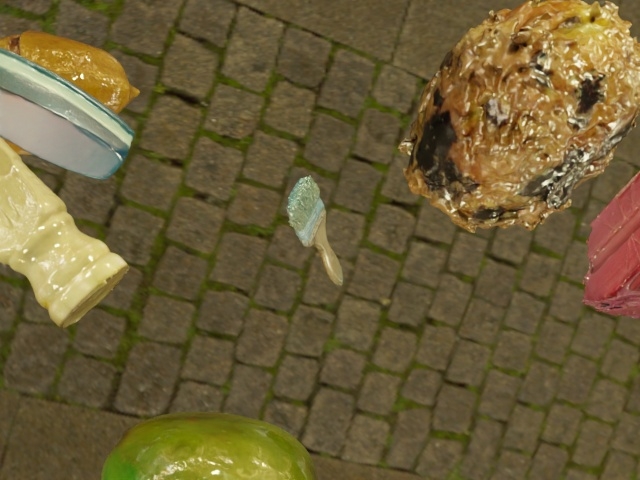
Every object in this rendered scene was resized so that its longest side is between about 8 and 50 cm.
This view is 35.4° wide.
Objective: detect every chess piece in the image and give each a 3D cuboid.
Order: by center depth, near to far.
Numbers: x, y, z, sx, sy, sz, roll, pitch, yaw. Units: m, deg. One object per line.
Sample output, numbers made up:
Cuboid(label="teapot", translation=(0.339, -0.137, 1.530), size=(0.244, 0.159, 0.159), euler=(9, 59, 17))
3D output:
Cuboid(label="chess piece", translation=(-0.280, -0.017, 0.949), size=(0.090, 0.090, 0.200), euler=(-43, 89, -13))

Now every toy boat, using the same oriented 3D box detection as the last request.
Cuboid(label="toy boat", translation=(-0.375, -0.170, 1.254), size=(0.299, 0.061, 0.096), euler=(29, 130, -30))

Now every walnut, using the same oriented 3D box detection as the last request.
Cuboid(label="walnut", translation=(-0.459, -0.253, 1.711), size=(0.336, 0.209, 0.208), euler=(-9, 103, -39))

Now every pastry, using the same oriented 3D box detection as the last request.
Cuboid(label="pastry", translation=(0.302, -0.187, 1.507), size=(0.405, 0.292, 0.337), euler=(-44, 158, 22))

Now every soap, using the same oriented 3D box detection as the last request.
Cuboid(label="soap", translation=(0.398, -0.001, 1.145), size=(0.099, 0.162, 0.250), euler=(11, 138, -23))

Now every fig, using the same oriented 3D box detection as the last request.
Cuboid(label="fig", translation=(-0.101, 0.231, 0.892), size=(0.191, 0.181, 0.181), euler=(34, 84, -4))

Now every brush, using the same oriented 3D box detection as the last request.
Cuboid(label="brush", translation=(0.000, 0.000, 1.306), size=(0.070, 0.021, 0.196), euler=(-66, 147, -32))
